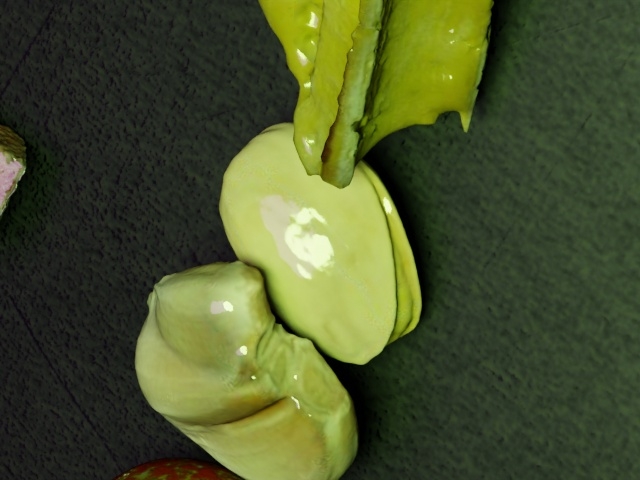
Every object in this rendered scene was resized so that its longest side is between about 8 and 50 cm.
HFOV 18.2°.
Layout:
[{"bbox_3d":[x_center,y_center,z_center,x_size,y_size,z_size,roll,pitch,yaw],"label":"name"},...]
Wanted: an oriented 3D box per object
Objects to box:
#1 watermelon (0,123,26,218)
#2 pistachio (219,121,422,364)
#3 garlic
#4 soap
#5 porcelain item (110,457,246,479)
[{"bbox_3d":[-0.372,-0.070,1.849,0.256,0.140,0.193,19,105,22],"label":"watermelon"},{"bbox_3d":[0.000,0.000,1.577,0.200,0.117,0.145,59,139,11],"label":"pistachio"},{"bbox_3d":[-0.071,0.120,1.613,0.217,0.110,0.228,50,162,-15],"label":"garlic"},{"bbox_3d":[0.006,-0.261,1.499,0.304,0.169,0.339,55,147,41],"label":"soap"},{"bbox_3d":[-0.127,0.309,1.653,0.253,0.253,0.253,7,103,35],"label":"porcelain item"}]
